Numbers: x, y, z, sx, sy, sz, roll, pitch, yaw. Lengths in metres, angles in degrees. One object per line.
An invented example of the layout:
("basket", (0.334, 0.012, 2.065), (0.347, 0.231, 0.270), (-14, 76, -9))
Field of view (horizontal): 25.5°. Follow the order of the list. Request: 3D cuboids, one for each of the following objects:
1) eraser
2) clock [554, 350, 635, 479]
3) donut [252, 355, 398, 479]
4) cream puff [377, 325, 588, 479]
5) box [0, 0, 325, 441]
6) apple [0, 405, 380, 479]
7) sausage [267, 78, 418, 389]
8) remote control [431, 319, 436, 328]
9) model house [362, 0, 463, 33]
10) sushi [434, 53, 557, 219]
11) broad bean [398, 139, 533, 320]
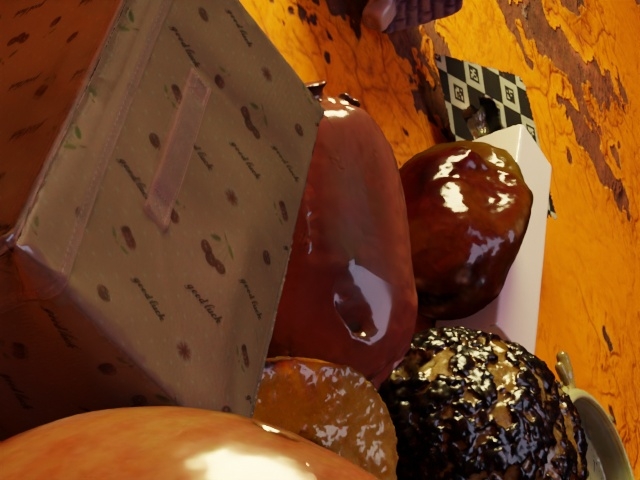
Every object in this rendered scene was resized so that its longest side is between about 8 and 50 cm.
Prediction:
("eraser", (0.187, 0.009, 1.496), (0.078, 0.076, 0.298), (50, 37, -32))
("clock", (0.266, 0.266, 1.519), (0.235, 0.096, 0.308), (54, 32, -26))
("donut", (-0.033, 0.167, 1.027), (0.190, 0.075, 0.174), (-16, 96, -41))
("cream puff", (0.143, 0.185, 1.265), (0.239, 0.165, 0.239), (51, 25, -36))
("box", (-0.152, -0.009, 0.814), (0.190, 0.225, 0.297), (51, 35, -31))
("apple", (-0.088, 0.282, 0.596), (0.346, 0.391, 0.391), (-34, 103, -47))
("sausage", (0.000, 0.000, 1.158), (0.152, 0.152, 0.279), (28, 50, -52))
("remote control", (0.172, 0.072, 1.544), (0.212, 0.028, 0.059), (-2, 72, -59))
("model house", (0.077, -0.365, 1.510), (0.237, 0.202, 0.237), (-54, 160, -31))
("sushi", (0.196, -0.119, 1.692), (0.210, 0.040, 0.192), (8, 67, -51))
("broad bean", (0.130, -0.021, 1.396), (0.122, 0.156, 0.228), (55, 37, -35))
